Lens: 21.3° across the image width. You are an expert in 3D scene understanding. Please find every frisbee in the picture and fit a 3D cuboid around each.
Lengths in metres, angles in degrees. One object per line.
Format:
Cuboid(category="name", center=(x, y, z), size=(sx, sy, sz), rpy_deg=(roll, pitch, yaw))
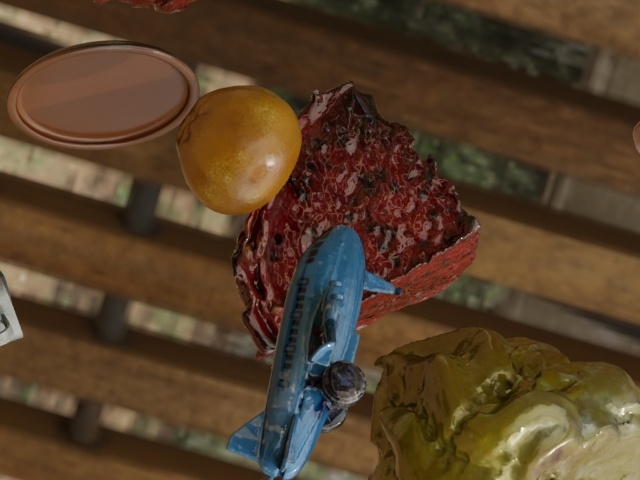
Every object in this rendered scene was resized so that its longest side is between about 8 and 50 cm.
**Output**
Cuboid(category="frisbee", center=(-0.282, -0.187, 2.212), size=(0.251, 0.250, 0.021), rpy_deg=(112, -29, -58))

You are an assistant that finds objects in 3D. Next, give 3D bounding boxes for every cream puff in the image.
Cuboid(category="cream puff", center=(0.190, 0.224, 1.774), size=(0.257, 0.324, 0.291), rpy_deg=(45, -49, 41))

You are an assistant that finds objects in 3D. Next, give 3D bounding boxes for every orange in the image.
Cuboid(category="orange", center=(-0.100, -0.110, 2.007), size=(0.159, 0.136, 0.159), rpy_deg=(-48, -157, 29))

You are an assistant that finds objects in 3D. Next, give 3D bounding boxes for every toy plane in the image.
Cuboid(category="toy plane", center=(-0.004, 0.107, 1.575), size=(0.271, 0.105, 0.254), rpy_deg=(-65, -178, -27))

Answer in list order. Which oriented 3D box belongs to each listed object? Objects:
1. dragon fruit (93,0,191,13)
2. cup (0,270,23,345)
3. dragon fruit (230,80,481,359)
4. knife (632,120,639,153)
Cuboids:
Cuboid(category="dragon fruit", center=(-0.216, -0.467, 2.427), size=(0.277, 0.342, 0.277), rpy_deg=(-14, 90, -88))
Cuboid(category="cup", center=(-0.415, 0.094, 1.980), size=(0.128, 0.129, 0.095), rpy_deg=(47, -23, 48))
Cuboid(category="dragon fruit", center=(-0.001, 0.002, 2.203), size=(0.329, 0.286, 0.228), rpy_deg=(-38, 171, -10))
Cuboid(category="knife", center=(0.482, -0.191, 2.026), size=(0.336, 0.081, 0.043), rpy_deg=(-44, -131, 51))
